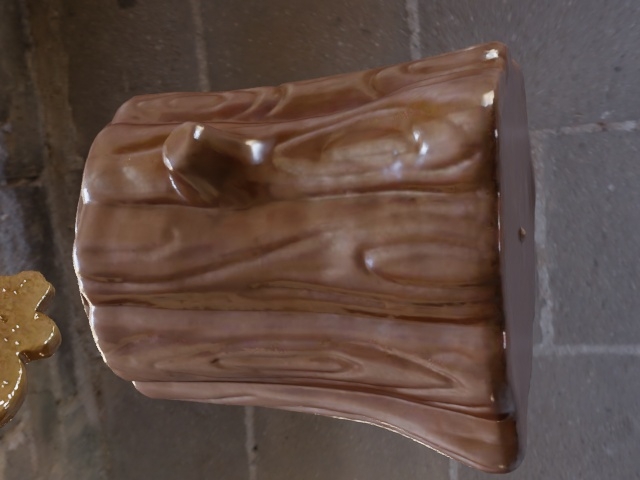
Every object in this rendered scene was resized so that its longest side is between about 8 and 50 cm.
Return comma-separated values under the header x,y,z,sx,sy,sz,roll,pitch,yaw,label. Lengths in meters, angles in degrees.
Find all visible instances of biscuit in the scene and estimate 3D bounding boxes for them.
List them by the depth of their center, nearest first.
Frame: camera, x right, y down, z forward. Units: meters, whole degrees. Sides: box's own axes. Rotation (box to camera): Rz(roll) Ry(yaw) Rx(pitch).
x,y,z,sx,sy,sz,roll,pitch,yaw,label
-0.281,0.094,0.754,0.133,0.184,0.027,-7,135,-8,biscuit

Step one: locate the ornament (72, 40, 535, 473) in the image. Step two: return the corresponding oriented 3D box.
x,y,z,sx,sy,sz,roll,pitch,yaw,label
0.000,0.000,0.496,0.217,0.221,0.235,-2,70,17,ornament
